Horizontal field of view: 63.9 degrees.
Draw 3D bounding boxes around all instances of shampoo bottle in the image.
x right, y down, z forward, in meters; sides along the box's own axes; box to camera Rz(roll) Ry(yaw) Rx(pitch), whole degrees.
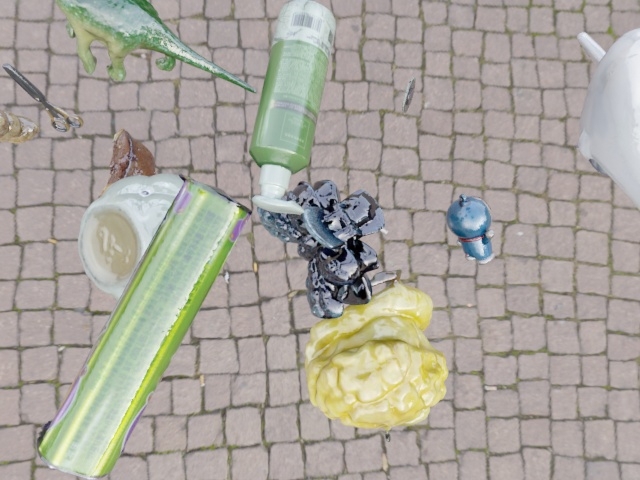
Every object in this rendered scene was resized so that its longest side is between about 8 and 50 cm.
[{"bbox_3d":[-0.029,-0.127,0.504,0.065,0.065,0.204,11,80,-3],"label":"shampoo bottle"}]

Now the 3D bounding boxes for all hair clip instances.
[{"bbox_3d":[0.005,0.000,1.060,0.195,0.206,0.310,-20,73,-42],"label":"hair clip"}]

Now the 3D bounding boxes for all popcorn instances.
[{"bbox_3d":[0.132,0.254,1.195,0.350,0.349,0.381,5,93,-4],"label":"popcorn"}]

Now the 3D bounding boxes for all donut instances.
[{"bbox_3d":[-0.475,-0.137,1.286,0.112,0.151,0.294,20,77,-42],"label":"donut"}]

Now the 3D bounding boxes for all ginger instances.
[{"bbox_3d":[-0.803,-0.293,1.310,0.105,0.204,0.080,-8,96,-3],"label":"ginger"}]

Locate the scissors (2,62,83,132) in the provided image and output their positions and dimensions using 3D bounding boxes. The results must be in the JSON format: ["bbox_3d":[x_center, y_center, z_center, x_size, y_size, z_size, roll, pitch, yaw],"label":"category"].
[{"bbox_3d":[-0.685,-0.347,1.259,0.088,0.220,0.017,-8,56,19],"label":"scissors"}]

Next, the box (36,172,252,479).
[{"bbox_3d":[-0.204,0.089,0.610,0.097,0.134,0.345,29,88,-14],"label":"box"}]

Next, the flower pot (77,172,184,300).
[{"bbox_3d":[-0.287,0.001,0.888,0.246,0.195,0.245,2,95,25],"label":"flower pot"}]

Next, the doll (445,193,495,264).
[{"bbox_3d":[0.299,-0.026,1.016,0.086,0.114,0.151,-34,115,-20],"label":"doll"}]

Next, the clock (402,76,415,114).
[{"bbox_3d":[0.180,-0.291,1.037,0.010,0.083,0.074,19,101,14],"label":"clock"}]

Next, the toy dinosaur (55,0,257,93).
[{"bbox_3d":[-0.281,-0.331,0.650,0.448,0.301,0.087,13,65,-10],"label":"toy dinosaur"}]

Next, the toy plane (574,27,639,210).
[{"bbox_3d":[0.260,-0.059,0.352,0.117,0.245,0.244,-41,86,26],"label":"toy plane"}]
